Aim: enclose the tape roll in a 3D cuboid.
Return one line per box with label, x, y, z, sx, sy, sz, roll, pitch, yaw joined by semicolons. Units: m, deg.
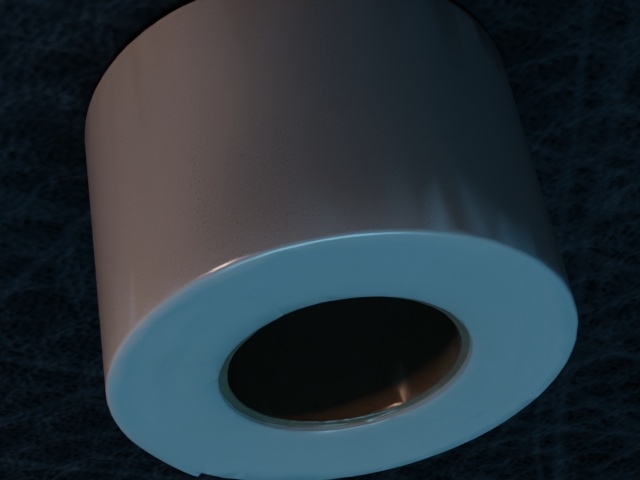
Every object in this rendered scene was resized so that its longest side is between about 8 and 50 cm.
tape roll;0.000;0.000;0.792;0.246;0.169;0.246;-7;146;-5
